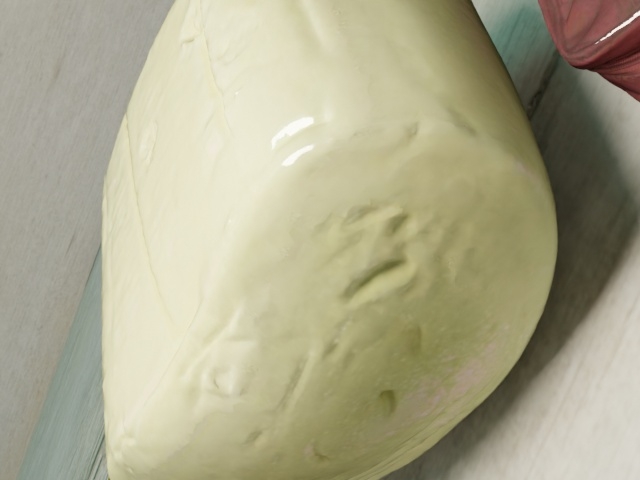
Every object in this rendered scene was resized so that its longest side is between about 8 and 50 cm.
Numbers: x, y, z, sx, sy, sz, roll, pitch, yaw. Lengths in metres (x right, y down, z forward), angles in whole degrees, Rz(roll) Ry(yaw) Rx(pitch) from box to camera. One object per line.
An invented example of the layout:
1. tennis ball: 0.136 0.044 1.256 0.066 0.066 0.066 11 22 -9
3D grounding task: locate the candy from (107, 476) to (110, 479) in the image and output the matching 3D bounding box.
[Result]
1. candy: -0.206 0.360 1.197 0.146 0.088 0.276 -64 26 14

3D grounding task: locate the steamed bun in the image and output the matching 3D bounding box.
1. steamed bun: 0.000 0.000 0.762 0.456 0.290 0.371 -55 34 38

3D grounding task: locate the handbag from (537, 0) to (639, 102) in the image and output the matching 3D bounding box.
1. handbag: 0.219 -0.185 0.599 0.146 0.135 0.225 -44 35 40
